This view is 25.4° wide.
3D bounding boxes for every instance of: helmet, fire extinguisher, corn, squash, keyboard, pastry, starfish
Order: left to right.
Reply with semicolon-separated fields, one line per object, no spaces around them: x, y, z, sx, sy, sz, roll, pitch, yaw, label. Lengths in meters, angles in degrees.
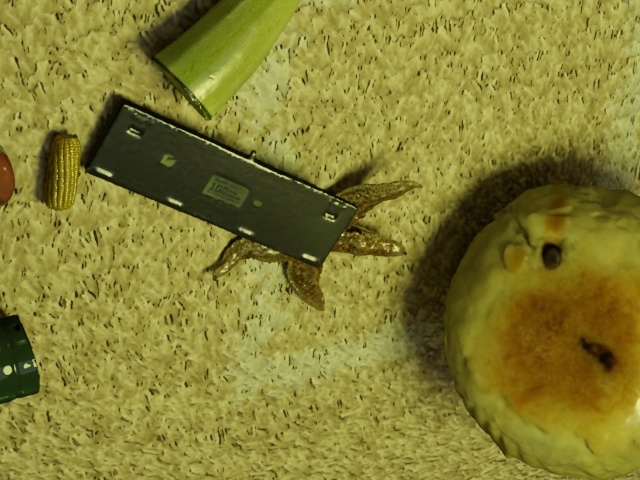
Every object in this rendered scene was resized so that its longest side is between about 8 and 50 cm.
-0.471;0.158;1.553;0.311;0.095;0.114;-17;90;-24;fire extinguisher
-0.353;-0.064;1.497;0.065;0.049;0.084;-25;131;-14;helmet
-0.281;-0.073;1.546;0.037;0.037;0.092;-3;120;-31;corn
-0.108;-0.065;1.620;0.317;0.027;0.106;24;110;-27;keyboard
-0.083;-0.242;1.530;0.224;0.094;0.094;-50;133;-2;squash
0.000;0.000;1.754;0.277;0.062;0.235;-27;133;-3;starfish
0.350;0.115;1.859;0.388;0.388;0.313;-53;163;10;pastry
